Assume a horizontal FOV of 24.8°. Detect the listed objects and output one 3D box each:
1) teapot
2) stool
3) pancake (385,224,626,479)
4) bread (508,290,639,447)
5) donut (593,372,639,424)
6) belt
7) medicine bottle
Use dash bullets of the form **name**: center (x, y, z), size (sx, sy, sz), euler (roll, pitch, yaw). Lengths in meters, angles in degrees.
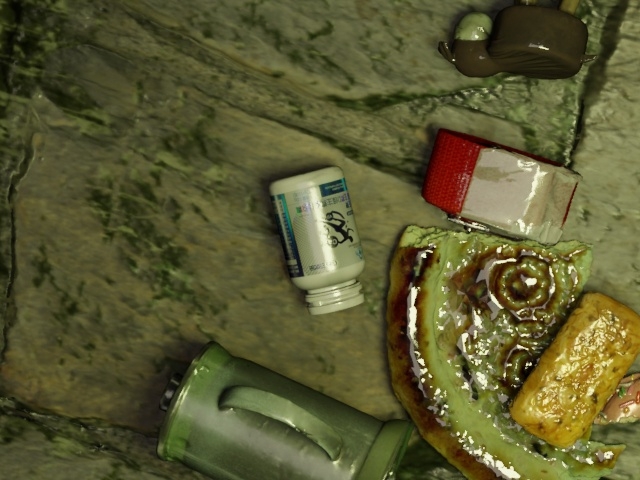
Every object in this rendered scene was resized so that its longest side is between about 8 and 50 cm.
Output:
- **teapot**: center (-0.061, 0.263, 1.968), size (0.337, 0.270, 0.200), euler (23, 70, 9)
- **stool**: center (0.262, -0.273, 1.910), size (0.217, 0.125, 0.121), euler (3, 79, 29)
- **pancake**: center (0.246, 0.177, 1.989), size (0.304, 0.067, 0.427), euler (-9, 93, 10)
- **bread**: center (0.343, 0.172, 1.925), size (0.114, 0.083, 0.211), euler (32, 95, -5)
- **donut**: center (0.462, 0.230, 1.943), size (0.166, 0.065, 0.117), euler (24, 89, -1)
- **belt**: center (0.236, -0.064, 1.929), size (0.200, 0.128, 0.124), euler (18, 100, 7)
- **medicine bottle**: center (0.000, 0.000, 1.994), size (0.107, 0.107, 0.192), euler (-13, 94, 12)
